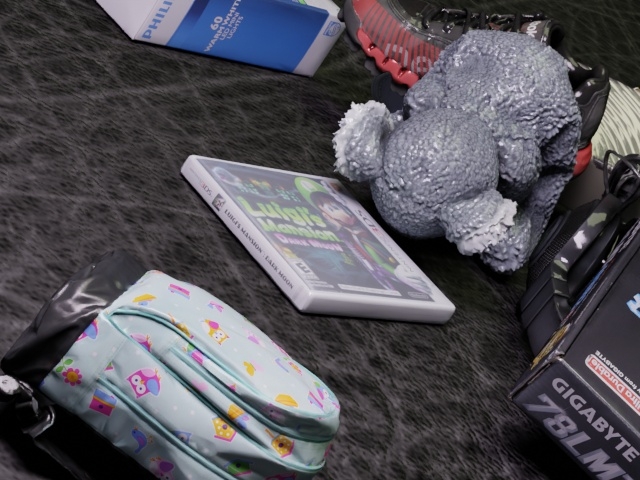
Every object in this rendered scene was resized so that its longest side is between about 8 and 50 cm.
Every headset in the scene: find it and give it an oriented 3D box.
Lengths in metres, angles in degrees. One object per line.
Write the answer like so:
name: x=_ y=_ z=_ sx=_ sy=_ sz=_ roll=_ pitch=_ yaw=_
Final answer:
headset: x=0.277 y=0.066 z=1.776 sx=0.243 sy=0.185 sz=0.394 roll=24 pitch=38 yaw=-16

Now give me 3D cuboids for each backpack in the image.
backpack: x=-0.082 y=0.090 z=1.155 sx=0.182 sy=0.115 sz=0.152 roll=38 pitch=18 yaw=1

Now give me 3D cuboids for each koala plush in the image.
koala plush: x=0.111 y=-0.072 z=1.719 sx=0.196 sy=0.203 sz=0.221 roll=39 pitch=32 yaw=12

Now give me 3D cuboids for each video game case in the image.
video game case: x=0.000 y=0.000 z=1.600 sx=0.190 sy=0.022 sz=0.173 roll=7 pitch=34 yaw=-51

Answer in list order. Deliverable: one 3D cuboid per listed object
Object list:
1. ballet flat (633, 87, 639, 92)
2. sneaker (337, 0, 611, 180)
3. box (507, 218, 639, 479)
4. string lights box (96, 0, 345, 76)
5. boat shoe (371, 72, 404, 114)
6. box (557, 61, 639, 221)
ballet flat: x=0.381 y=-0.148 z=2.428 sx=0.073 sy=0.067 sz=0.206 roll=34 pitch=20 yaw=0
sneaker: x=0.151 y=-0.173 z=1.854 sx=0.276 sy=0.135 sz=0.097 roll=32 pitch=36 yaw=4
box: x=0.319 y=0.134 z=1.556 sx=0.295 sy=0.073 sz=0.293 roll=44 pitch=38 yaw=2
string lights box: x=-0.106 y=-0.237 z=1.878 sx=0.260 sy=0.077 sz=0.133 roll=6 pitch=34 yaw=-52
boat shoe: x=0.122 y=-0.093 z=1.904 sx=0.227 sy=0.079 sz=0.081 roll=48 pitch=20 yaw=23
box: x=0.264 y=-0.100 z=1.997 sx=0.275 sy=0.094 sz=0.113 roll=26 pitch=58 yaw=4
